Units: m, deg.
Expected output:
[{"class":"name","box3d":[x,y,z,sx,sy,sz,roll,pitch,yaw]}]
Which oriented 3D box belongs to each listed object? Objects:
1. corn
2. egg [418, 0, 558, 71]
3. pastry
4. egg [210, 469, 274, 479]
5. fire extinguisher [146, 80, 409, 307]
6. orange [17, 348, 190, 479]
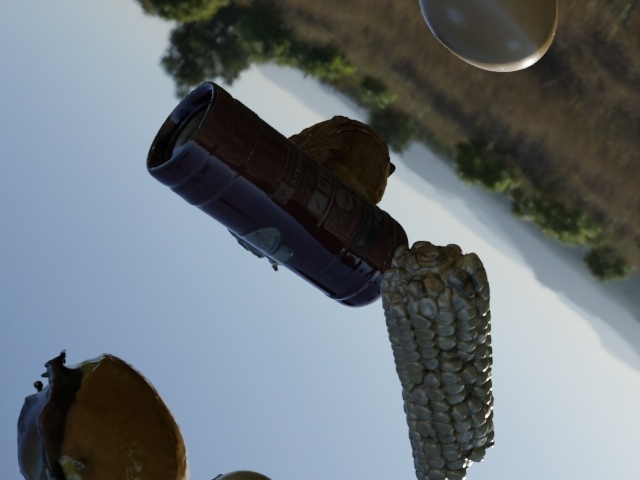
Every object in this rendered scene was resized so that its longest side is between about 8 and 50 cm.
[{"class":"corn","box3d":[0.101,0.102,0.820,0.087,0.087,0.211,-133,29,-67]},{"class":"egg","box3d":[0.104,-0.146,0.634,0.096,0.080,0.080,62,-169,16]},{"class":"pastry","box3d":[-0.022,-0.056,1.210,0.100,0.218,0.229,57,-161,-28]},{"class":"egg","box3d":[-0.095,0.390,1.341,0.164,0.201,0.164,-3,-154,2]},{"class":"fire extinguisher","box3d":[0.000,0.000,0.971,0.344,0.102,0.138,36,-149,-27]},{"class":"orange","box3d":[-0.139,0.153,0.656,0.112,0.170,0.160,-6,-143,-15]}]
